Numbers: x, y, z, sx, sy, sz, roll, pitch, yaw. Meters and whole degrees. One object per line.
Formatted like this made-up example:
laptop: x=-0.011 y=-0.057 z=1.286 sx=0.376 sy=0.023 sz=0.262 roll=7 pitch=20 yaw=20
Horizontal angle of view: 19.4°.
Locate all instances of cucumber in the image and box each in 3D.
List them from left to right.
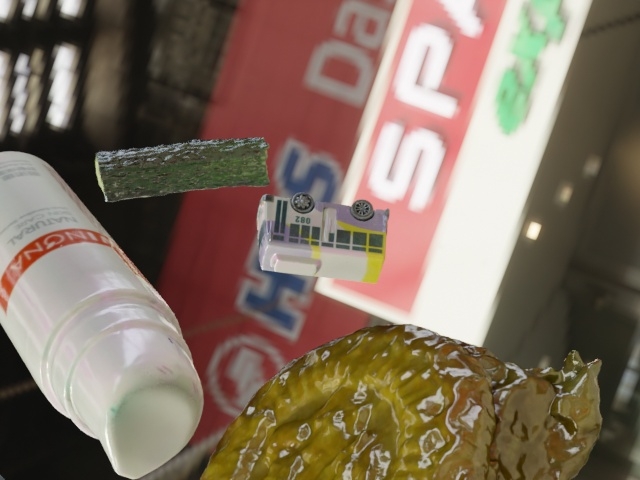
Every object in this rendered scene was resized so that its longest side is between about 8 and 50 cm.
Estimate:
cucumber: x=-0.142 y=-0.077 z=1.928 sx=0.187 sy=0.058 sz=0.058 roll=-6 pitch=-53 yaw=-21

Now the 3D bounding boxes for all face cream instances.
face cream: x=-0.170 y=0.043 z=1.280 sx=0.102 sy=0.345 sz=0.102 roll=-11 pitch=-63 yaw=-23

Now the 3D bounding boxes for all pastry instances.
pastry: x=0.030 y=0.161 z=1.112 sx=0.132 sy=0.235 sz=0.240 roll=34 pitch=-119 yaw=-30

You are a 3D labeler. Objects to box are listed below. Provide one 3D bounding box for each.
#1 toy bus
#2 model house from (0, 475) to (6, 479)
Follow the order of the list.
toy bus: x=0.000 y=0.000 z=1.469 sx=0.052 sy=0.102 sz=0.058 roll=106 pitch=169 yaw=-60
model house: x=-0.226 y=0.153 z=0.871 sx=0.214 sy=0.189 sz=0.195 roll=-27 pitch=-70 yaw=-40
